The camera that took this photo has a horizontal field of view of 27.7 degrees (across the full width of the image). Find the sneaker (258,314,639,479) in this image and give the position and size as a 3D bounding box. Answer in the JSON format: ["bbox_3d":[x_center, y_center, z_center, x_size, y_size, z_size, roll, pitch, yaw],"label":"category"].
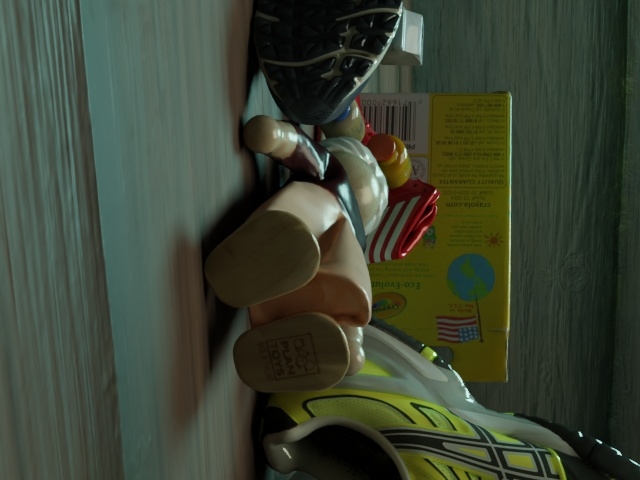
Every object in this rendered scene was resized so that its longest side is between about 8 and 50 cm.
[{"bbox_3d":[0.121,0.209,1.013,0.147,0.385,0.145,-50,163,-49],"label":"sneaker"}]

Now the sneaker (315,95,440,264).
[{"bbox_3d":[0.060,-0.069,1.327,0.087,0.128,0.221,75,17,-64],"label":"sneaker"}]

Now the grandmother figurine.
[{"bbox_3d":[0.000,0.000,0.966,0.342,0.104,0.208,-68,152,-69],"label":"grandmother figurine"}]

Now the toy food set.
[{"bbox_3d":[0.035,-0.171,1.188,0.104,0.111,0.232,50,44,-80],"label":"toy food set"}]

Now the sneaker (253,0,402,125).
[{"bbox_3d":[0.013,-0.181,1.044,0.122,0.110,0.283,87,7,-48],"label":"sneaker"}]

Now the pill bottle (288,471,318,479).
[{"bbox_3d":[0.030,0.300,1.147,0.121,0.121,0.221,-81,169,-49],"label":"pill bottle"}]

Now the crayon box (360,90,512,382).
[{"bbox_3d":[0.103,0.000,1.394,0.081,0.202,0.318,68,25,-72],"label":"crayon box"}]
